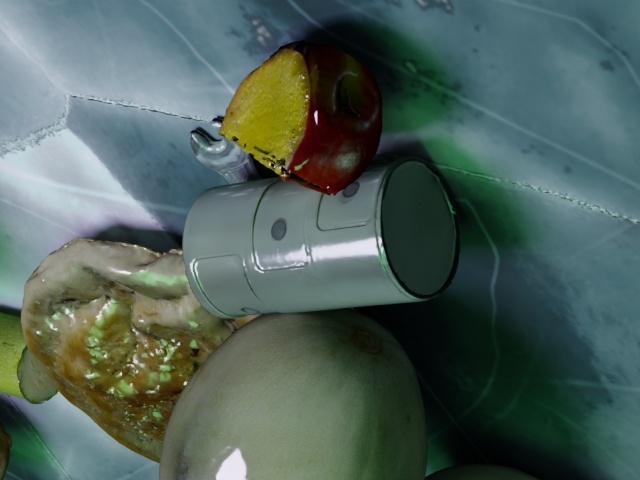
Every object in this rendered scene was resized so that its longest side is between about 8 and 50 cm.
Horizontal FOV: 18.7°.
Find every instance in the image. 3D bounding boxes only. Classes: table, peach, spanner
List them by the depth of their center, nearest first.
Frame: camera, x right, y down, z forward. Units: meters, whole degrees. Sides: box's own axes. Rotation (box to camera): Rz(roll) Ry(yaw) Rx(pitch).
[{"bbox_3d":[-0.010,-0.096,1.640,0.092,0.127,0.172,13,166,-27],"label":"peach"},{"bbox_3d":[0.000,0.000,1.727,0.220,0.126,0.126,-7,129,37],"label":"table"},{"bbox_3d":[-0.029,-0.001,1.855,0.071,0.017,0.302,-11,126,39],"label":"spanner"}]

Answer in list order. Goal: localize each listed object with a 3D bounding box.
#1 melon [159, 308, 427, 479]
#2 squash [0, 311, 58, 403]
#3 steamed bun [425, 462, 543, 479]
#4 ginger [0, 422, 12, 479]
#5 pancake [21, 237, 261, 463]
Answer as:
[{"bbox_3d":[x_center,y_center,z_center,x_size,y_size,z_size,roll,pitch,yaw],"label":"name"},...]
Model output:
[{"bbox_3d":[-0.026,0.206,1.829,0.272,0.272,0.308,13,98,25],"label":"melon"},{"bbox_3d":[-0.380,0.121,2.205,0.188,0.095,0.095,12,140,31],"label":"squash"},{"bbox_3d":[0.183,0.407,1.934,0.233,0.312,0.334,4,139,31],"label":"steamed bun"},{"bbox_3d":[-0.538,0.188,2.358,0.357,0.152,0.274,45,162,-17],"label":"ginger"},{"bbox_3d":[-0.147,0.137,2.046,0.387,0.082,0.387,15,143,12],"label":"pancake"}]
